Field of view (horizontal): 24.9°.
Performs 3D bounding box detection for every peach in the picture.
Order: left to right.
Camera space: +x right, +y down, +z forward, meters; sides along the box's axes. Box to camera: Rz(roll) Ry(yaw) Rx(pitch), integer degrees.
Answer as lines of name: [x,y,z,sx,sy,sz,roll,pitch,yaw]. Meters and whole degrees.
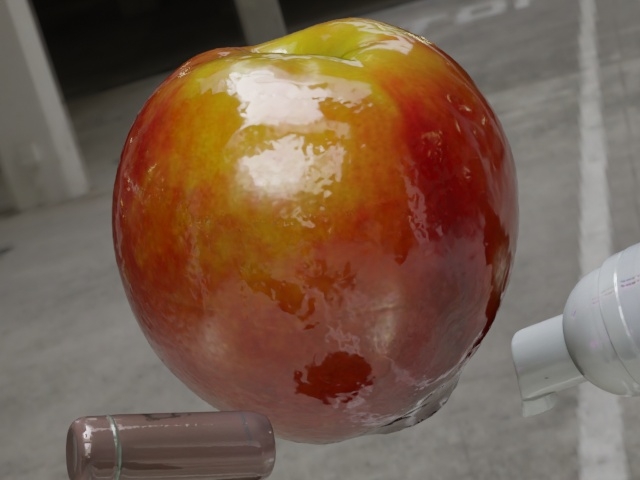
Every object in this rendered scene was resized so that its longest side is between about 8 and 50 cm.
peach: [0.000,0.000,1.261,0.388,0.388,0.388,-15,16,4]

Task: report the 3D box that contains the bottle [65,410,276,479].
bottle: [-0.103,0.145,0.998,0.140,0.053,0.053,1,9,-24]

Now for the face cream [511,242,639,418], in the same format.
face cream: [0.320,0.070,1.347,0.369,0.145,0.145,-25,9,33]
